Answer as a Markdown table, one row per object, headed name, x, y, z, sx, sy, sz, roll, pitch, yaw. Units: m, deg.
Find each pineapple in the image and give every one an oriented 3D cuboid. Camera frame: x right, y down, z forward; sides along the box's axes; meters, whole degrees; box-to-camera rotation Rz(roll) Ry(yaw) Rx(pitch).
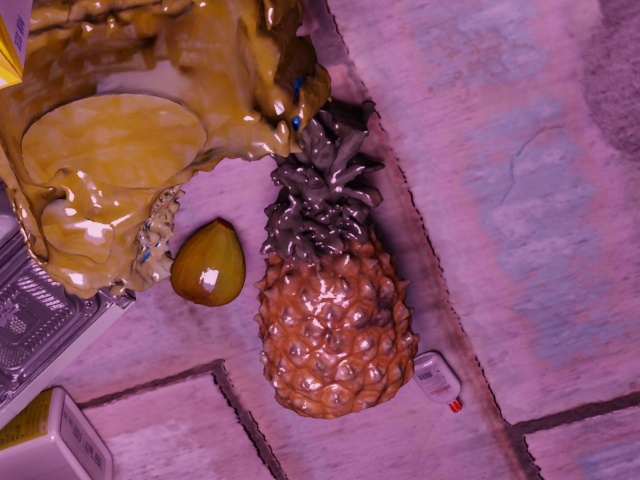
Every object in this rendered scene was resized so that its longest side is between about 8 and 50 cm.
| name | x | y | z | sx | sy | sz | roll | pitch | yaw |
| --- | --- | --- | --- | --- | --- | --- | --- | --- | --- |
| pineapple | 0.000 | 0.000 | 1.807 | 0.169 | 0.169 | 0.340 | -8 | 118 | 5 |

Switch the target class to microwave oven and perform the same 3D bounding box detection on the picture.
| name | x | y | z | sx | sy | sz | roll | pitch | yaw |
| --- | --- | --- | --- | --- | --- | --- | --- | --- | --- |
| microwave oven | -0.304 | 0.060 | 1.823 | 0.208 | 0.122 | 0.162 | -43 | 121 | 11 |

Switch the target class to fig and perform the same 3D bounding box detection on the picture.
| name | x | y | z | sx | sy | sz | roll | pitch | yaw |
| --- | --- | --- | --- | --- | --- | --- | --- | --- | --- |
| fig | -0.107 | 0.022 | 1.866 | 0.074 | 0.074 | 0.088 | 15 | 105 | -14 |

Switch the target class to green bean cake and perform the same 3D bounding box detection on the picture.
| name | x | y | z | sx | sy | sz | roll | pitch | yaw |
| --- | --- | --- | --- | --- | --- | --- | --- | --- | --- |
| green bean cake | -0.142 | -0.100 | 1.616 | 0.310 | 0.202 | 0.285 | -11 | 114 | 20 |

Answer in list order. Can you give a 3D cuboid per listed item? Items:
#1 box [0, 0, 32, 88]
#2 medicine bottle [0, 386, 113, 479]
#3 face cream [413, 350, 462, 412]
| name | x | y | z | sx | sy | sz | roll | pitch | yaw |
| --- | --- | --- | --- | --- | --- | --- | --- | --- | --- |
| box | -0.323 | -0.214 | 1.536 | 0.168 | 0.265 | 0.097 | -17 | 130 | 10 |
| medicine bottle | -0.332 | 0.248 | 2.028 | 0.188 | 0.088 | 0.132 | -19 | 127 | 14 |
| face cream | 0.126 | 0.152 | 2.008 | 0.040 | 0.021 | 0.083 | -24 | 126 | 17 |
